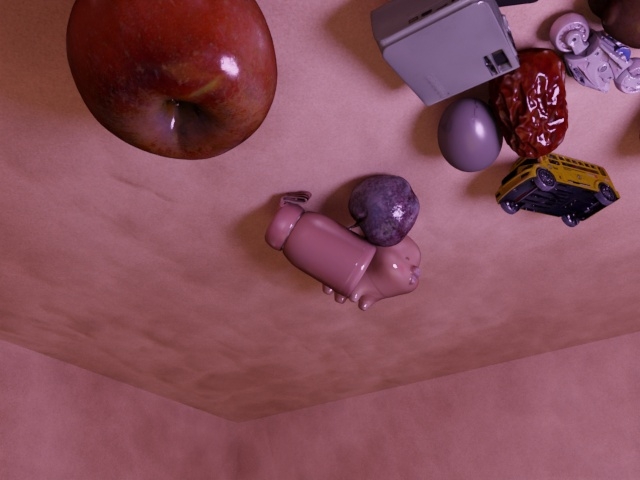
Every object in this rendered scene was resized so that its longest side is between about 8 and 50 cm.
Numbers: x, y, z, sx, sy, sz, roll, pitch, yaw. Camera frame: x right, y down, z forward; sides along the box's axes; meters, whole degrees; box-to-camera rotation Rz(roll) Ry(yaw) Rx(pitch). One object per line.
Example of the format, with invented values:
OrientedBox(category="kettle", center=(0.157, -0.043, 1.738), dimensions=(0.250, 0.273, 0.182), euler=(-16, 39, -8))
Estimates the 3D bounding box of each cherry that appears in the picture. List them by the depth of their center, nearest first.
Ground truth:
OrientedBox(category="cherry", center=(0.172, -0.082, 1.399), dimensions=(0.195, 0.195, 0.195), euler=(-4, 146, -3))

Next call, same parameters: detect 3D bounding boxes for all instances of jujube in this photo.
OrientedBox(category="jujube", center=(0.446, -0.290, 1.111), dimensions=(0.155, 0.155, 0.230), euler=(-18, 111, 18))

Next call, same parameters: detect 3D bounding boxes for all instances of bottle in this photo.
OrientedBox(category="bottle", center=(0.000, 0.000, 1.455), dimensions=(0.296, 0.173, 0.206), euler=(31, 118, 5))

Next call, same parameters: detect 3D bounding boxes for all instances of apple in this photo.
OrientedBox(category="apple", center=(-0.249, -0.314, 0.910), dimensions=(0.348, 0.277, 0.349), euler=(-5, 150, -3))

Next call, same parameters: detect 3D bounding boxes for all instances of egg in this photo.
OrientedBox(category="egg", center=(0.345, -0.243, 1.215), dimensions=(0.146, 0.147, 0.199), euler=(-14, 144, 13))

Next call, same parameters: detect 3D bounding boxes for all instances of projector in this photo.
OrientedBox(category="projector", center=(0.239, -0.379, 0.983), dimensions=(0.198, 0.108, 0.250), euler=(-18, 156, 30))

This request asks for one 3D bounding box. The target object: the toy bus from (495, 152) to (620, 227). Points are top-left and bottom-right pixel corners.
OrientedBox(category="toy bus", center=(0.618, -0.146, 1.399), dimensions=(0.331, 0.151, 0.145), euler=(9, 150, -24))

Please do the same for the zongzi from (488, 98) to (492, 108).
OrientedBox(category="zongzi", center=(0.451, -0.333, 1.192), dimensions=(0.104, 0.052, 0.113), euler=(17, 127, -21))

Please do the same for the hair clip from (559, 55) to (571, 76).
OrientedBox(category="hair clip", center=(0.584, -0.372, 1.143), dimensions=(0.172, 0.049, 0.049), euler=(2, 146, -9))

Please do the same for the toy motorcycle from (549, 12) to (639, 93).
OrientedBox(category="toy motorcycle", center=(0.568, -0.370, 1.080), dimensions=(0.254, 0.113, 0.112), euler=(23, 139, -17))

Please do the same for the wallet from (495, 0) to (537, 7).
OrientedBox(category="wallet", center=(0.302, -0.480, 0.950), dimensions=(0.250, 0.044, 0.149), euler=(-6, 150, 1))

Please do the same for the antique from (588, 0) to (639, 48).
OrientedBox(category="antique", center=(0.641, -0.419, 1.004), dimensions=(0.256, 0.144, 0.121), euler=(11, 141, -27))

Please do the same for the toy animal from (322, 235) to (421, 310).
OrientedBox(category="toy animal", center=(0.160, 0.086, 1.633), dimensions=(0.326, 0.269, 0.237), euler=(10, 161, 41))
